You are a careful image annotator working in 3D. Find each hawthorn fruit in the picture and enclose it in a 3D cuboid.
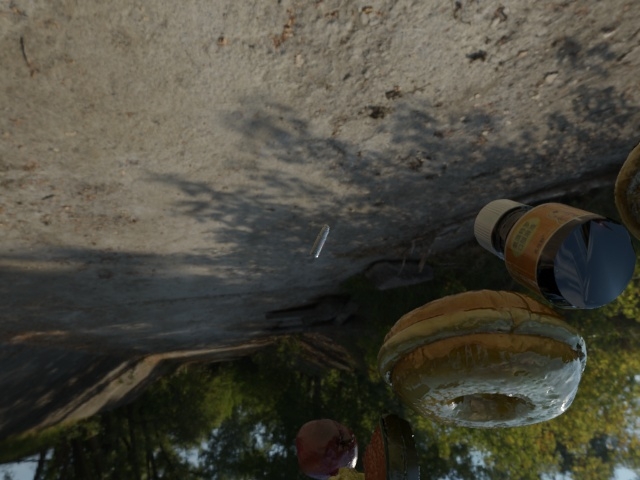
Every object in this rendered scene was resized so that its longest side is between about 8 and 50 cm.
[{"bbox_3d":[0.041,0.760,1.467,0.230,0.210,0.266,38,137,-13],"label":"hawthorn fruit"}]

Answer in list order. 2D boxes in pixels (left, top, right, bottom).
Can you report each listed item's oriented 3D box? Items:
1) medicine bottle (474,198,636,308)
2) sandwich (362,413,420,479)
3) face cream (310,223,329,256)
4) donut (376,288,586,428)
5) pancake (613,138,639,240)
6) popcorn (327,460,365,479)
[{"bbox_3d":[0.582,0.014,1.086,0.242,0.243,0.395,-7,-166,-10],"label":"medicine bottle"},{"bbox_3d":[0.155,0.512,0.869,0.079,0.235,0.159,7,143,-13],"label":"sandwich"},{"bbox_3d":[0.000,0.000,1.499,0.034,0.034,0.130,4,119,-41],"label":"face cream"},{"bbox_3d":[0.336,0.269,0.875,0.448,0.198,0.449,1,140,1],"label":"donut"},{"bbox_3d":[1.011,-0.145,1.080,0.382,0.383,0.071,-26,180,44],"label":"pancake"},{"bbox_3d":[0.073,0.680,1.067,0.195,0.169,0.173,-16,-163,-39],"label":"popcorn"}]
